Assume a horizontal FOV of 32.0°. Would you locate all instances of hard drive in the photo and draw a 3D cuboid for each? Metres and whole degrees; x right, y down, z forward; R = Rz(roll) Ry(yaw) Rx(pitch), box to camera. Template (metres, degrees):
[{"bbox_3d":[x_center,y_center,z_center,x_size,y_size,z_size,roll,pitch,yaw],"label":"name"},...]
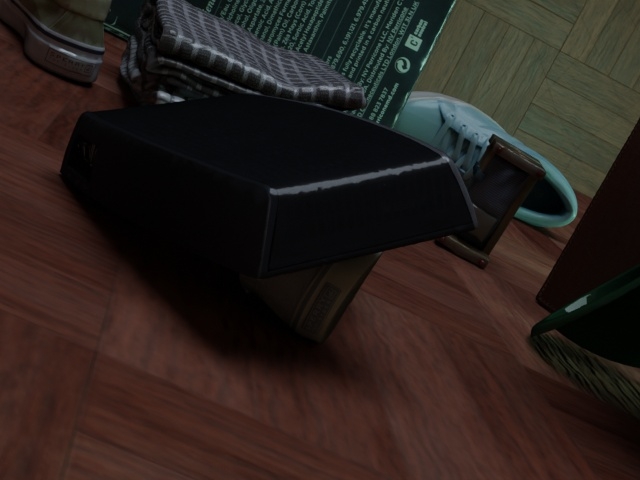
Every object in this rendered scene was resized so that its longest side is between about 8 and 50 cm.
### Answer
[{"bbox_3d":[-0.043,-0.046,0.698,0.172,0.054,0.254,-12,22,-33],"label":"hard drive"}]

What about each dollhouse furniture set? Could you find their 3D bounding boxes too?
[{"bbox_3d":[0.142,-0.077,1.278,0.183,0.129,0.129,31,12,1],"label":"dollhouse furniture set"}]

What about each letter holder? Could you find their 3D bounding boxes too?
[{"bbox_3d":[0.404,-0.003,1.139,0.152,0.302,0.214,18,15,-38],"label":"letter holder"}]

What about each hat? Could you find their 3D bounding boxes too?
[{"bbox_3d":[0.317,0.112,0.998,0.208,0.173,0.184,-26,84,-29],"label":"hat"}]

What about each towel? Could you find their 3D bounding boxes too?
[{"bbox_3d":[-0.089,-0.171,1.203,0.235,0.121,0.284,22,13,-20],"label":"towel"}]

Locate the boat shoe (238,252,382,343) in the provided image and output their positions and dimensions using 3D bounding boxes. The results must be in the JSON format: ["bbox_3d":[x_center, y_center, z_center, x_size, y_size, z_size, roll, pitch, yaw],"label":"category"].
[{"bbox_3d":[-0.001,0.001,0.761,0.081,0.079,0.227,33,15,3],"label":"boat shoe"}]

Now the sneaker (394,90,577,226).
[{"bbox_3d":[0.274,-0.133,1.825,0.366,0.135,0.150,23,9,-15],"label":"sneaker"}]

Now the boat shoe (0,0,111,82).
[{"bbox_3d":[-0.272,-0.250,1.191,0.109,0.094,0.302,20,14,-31],"label":"boat shoe"}]

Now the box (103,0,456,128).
[{"bbox_3d":[-0.088,-0.395,1.766,0.471,0.297,0.480,23,12,-13],"label":"box"}]
